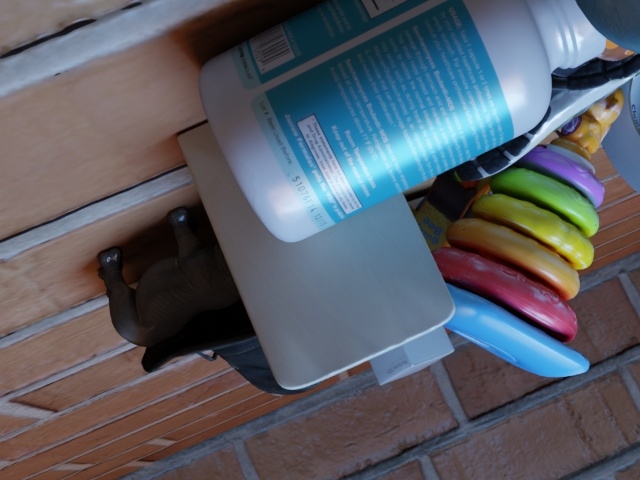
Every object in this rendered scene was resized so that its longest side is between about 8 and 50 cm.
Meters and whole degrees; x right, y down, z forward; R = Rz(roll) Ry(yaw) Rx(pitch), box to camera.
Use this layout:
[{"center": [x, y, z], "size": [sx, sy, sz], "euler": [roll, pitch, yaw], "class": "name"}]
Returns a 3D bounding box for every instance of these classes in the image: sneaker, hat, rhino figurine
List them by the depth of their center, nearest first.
[{"center": [0.217, -0.148, 0.853], "size": [0.300, 0.111, 0.121], "euler": [-29, 174, 36], "class": "sneaker"}, {"center": [-0.123, 0.025, 0.913], "size": [0.243, 0.106, 0.073], "euler": [-29, 165, 18], "class": "rhino figurine"}, {"center": [-0.044, 0.094, 0.997], "size": [0.331, 0.134, 0.331], "euler": [-29, -168, 7], "class": "hat"}]

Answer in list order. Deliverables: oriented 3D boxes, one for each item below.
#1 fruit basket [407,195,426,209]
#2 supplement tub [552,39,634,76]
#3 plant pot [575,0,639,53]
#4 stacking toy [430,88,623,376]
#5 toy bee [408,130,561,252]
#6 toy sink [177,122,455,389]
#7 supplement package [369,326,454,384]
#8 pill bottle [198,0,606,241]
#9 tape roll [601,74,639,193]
[{"center": [0.131, 0.031, 1.322], "size": [0.327, 0.165, 0.353], "euler": [-19, 180, -17], "class": "fruit basket"}, {"center": [0.239, -0.207, 0.674], "size": [0.106, 0.106, 0.198], "euler": [-10, 159, -43], "class": "supplement tub"}, {"center": [0.197, -0.210, 0.366], "size": [0.247, 0.248, 0.252], "euler": [-21, -179, -11], "class": "plant pot"}, {"center": [0.223, -0.033, 0.899], "size": [0.302, 0.166, 0.175], "euler": [-62, -162, -4], "class": "stacking toy"}, {"center": [0.144, -0.036, 1.036], "size": [0.195, 0.298, 0.162], "euler": [18, 173, 26], "class": "toy bee"}, {"center": [0.000, 0.000, 0.772], "size": [0.153, 0.234, 0.131], "euler": [-25, 165, 0], "class": "toy sink"}, {"center": [0.130, 0.140, 1.553], "size": [0.105, 0.179, 0.105], "euler": [-12, 161, -38], "class": "supplement package"}, {"center": [0.059, -0.114, 0.636], "size": [0.264, 0.146, 0.146], "euler": [-25, 165, 6], "class": "pill bottle"}, {"center": [0.370, -0.141, 0.878], "size": [0.072, 0.219, 0.219], "euler": [-15, 163, -25], "class": "tape roll"}]
